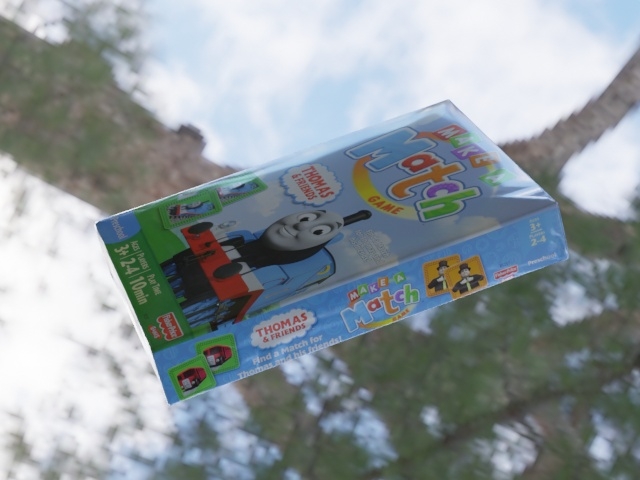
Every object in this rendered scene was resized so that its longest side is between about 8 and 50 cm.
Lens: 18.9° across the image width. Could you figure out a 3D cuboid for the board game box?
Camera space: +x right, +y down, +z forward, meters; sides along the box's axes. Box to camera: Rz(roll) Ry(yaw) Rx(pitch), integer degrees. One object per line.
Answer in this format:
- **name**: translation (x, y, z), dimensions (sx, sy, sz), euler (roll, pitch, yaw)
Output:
- **board game box**: translation (0.000, 0.000, 0.998), dimensions (0.211, 0.039, 0.160), euler (-19, -153, -9)
